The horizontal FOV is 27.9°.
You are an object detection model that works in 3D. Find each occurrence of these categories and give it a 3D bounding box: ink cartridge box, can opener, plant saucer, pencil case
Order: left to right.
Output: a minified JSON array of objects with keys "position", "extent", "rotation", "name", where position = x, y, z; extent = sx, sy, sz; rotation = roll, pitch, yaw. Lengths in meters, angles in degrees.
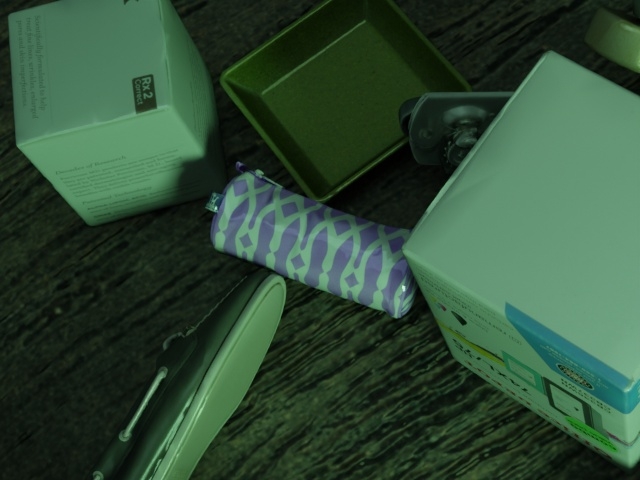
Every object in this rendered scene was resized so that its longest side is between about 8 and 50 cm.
[{"position":[0.000,0.000,1.181],"extent":[0.206,0.086,0.088],"rotation":[21,82,10],"name":"pencil case"},{"position":[0.026,-0.143,1.272],"extent":[0.188,0.045,0.188],"rotation":[-35,63,-4],"name":"plant saucer"},{"position":[0.214,-0.112,1.170],"extent":[0.283,0.076,0.095],"rotation":[-2,35,-5],"name":"can opener"},{"position":[0.218,0.029,1.023],"extent":[0.198,0.270,0.197],"rotation":[33,79,24],"name":"ink cartridge box"}]

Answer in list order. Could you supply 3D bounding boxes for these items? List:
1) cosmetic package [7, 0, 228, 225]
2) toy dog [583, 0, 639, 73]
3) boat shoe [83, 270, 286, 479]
[{"position":[-0.192,-0.130,1.242],"extent":[0.151,0.183,0.151],"rotation":[-14,64,7],"name":"cosmetic package"},{"position":[0.392,-0.167,1.064],"extent":[0.334,0.220,0.161],"rotation":[4,24,2],"name":"toy dog"},{"position":[-0.145,0.162,1.143],"extent":[0.095,0.112,0.335],"rotation":[24,78,17],"name":"boat shoe"}]
